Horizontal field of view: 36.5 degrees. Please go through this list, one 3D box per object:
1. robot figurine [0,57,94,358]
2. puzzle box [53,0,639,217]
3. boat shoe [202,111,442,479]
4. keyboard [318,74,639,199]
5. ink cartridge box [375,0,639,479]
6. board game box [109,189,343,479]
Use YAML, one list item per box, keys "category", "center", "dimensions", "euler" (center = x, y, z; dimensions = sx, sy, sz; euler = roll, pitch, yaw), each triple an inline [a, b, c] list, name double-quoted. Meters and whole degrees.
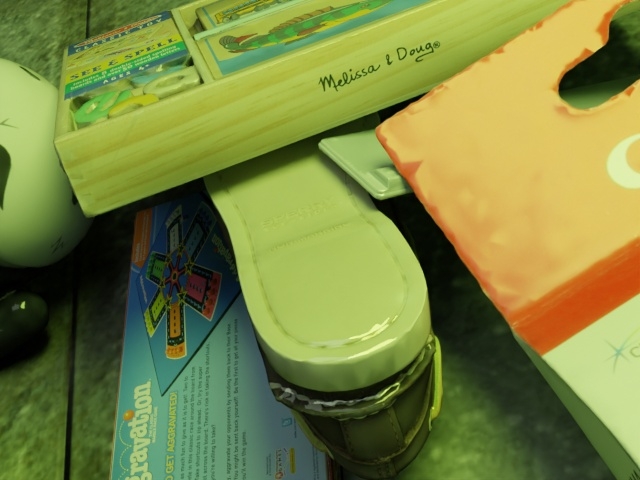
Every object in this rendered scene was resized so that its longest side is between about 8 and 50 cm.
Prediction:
- category: "robot figurine"
  center: [-0.300, -0.022, 0.732]
  dimensions: [0.278, 0.209, 0.174]
  euler: [-27, 34, 19]
- category: "puzzle box"
  center: [0.020, -0.155, 0.671]
  dimensions: [0.409, 0.052, 0.272]
  euler: [-21, 25, -5]
- category: "boat shoe"
  center: [0.000, 0.000, 0.583]
  dimensions: [0.116, 0.097, 0.324]
  euler: [-16, 34, -1]
- category: "keyboard"
  center: [0.127, -0.068, 0.586]
  dimensions: [0.256, 0.014, 0.072]
  euler: [-14, 29, -24]
- category: "ink cartridge box"
  center: [0.240, -0.006, 0.409]
  dimensions: [0.308, 0.091, 0.385]
  euler: [-33, 66, 0]
- category: "board game box"
  center: [-0.064, 0.068, 0.644]
  dimensions: [0.145, 0.027, 0.281]
  euler: [-16, 46, 12]
